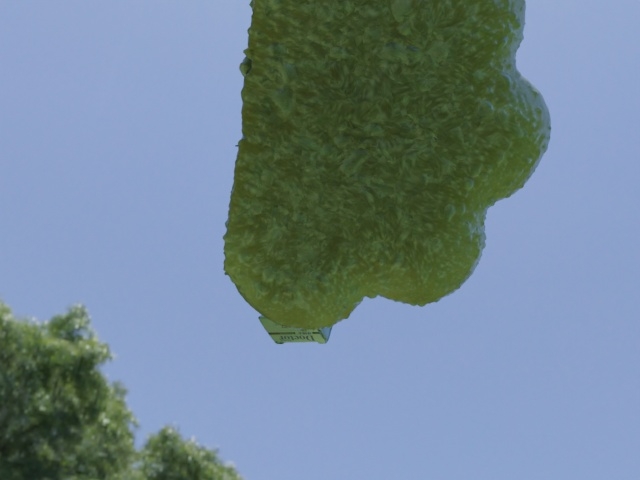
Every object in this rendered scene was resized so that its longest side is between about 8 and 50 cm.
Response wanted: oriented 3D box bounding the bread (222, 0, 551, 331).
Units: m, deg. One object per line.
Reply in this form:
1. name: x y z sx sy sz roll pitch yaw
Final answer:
1. bread: 0.046 -0.078 0.582 0.207 0.056 0.287 3 -78 -5

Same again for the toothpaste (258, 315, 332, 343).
1. toothpaste: 0.000 0.000 1.293 0.089 0.313 0.071 -4 -42 26
